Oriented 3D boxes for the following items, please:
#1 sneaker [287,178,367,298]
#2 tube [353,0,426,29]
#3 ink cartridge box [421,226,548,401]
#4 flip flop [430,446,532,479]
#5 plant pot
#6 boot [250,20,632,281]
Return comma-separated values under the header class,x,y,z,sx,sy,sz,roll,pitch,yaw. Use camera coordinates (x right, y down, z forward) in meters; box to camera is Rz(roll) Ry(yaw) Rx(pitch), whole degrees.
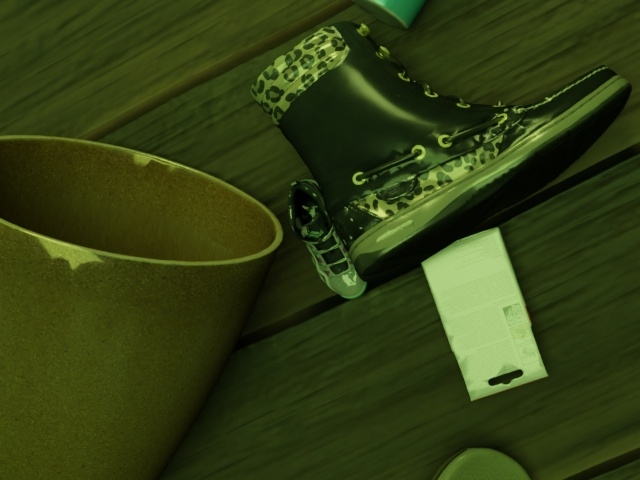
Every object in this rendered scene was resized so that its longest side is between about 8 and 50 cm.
class,x,y,z,sx,sy,sz,roll,pitch,yaw
sneaker,0.000,0.000,0.886,0.038,0.069,0.098,-30,84,10
tube,0.093,-0.257,0.882,0.080,0.052,0.207,29,90,3
ink cartridge box,0.121,0.053,0.883,0.062,0.029,0.115,-19,87,10
flip flop,0.116,0.275,0.808,0.112,0.080,0.277,20,60,-16
plant pot,-0.170,0.083,0.857,0.237,0.237,0.254,18,107,11
boot,0.083,-0.100,0.861,0.236,0.085,0.179,-33,70,-5
